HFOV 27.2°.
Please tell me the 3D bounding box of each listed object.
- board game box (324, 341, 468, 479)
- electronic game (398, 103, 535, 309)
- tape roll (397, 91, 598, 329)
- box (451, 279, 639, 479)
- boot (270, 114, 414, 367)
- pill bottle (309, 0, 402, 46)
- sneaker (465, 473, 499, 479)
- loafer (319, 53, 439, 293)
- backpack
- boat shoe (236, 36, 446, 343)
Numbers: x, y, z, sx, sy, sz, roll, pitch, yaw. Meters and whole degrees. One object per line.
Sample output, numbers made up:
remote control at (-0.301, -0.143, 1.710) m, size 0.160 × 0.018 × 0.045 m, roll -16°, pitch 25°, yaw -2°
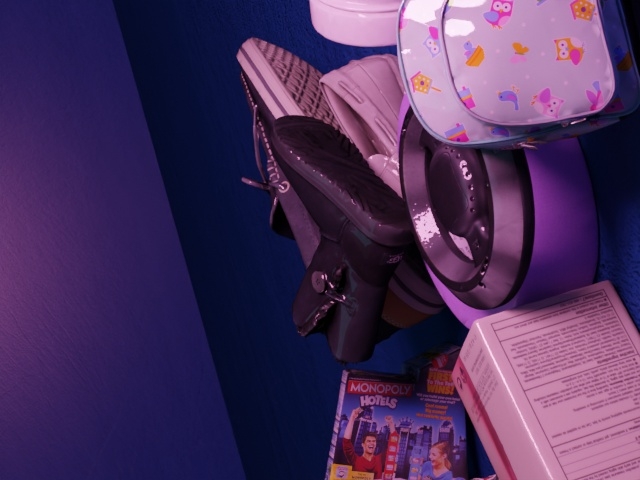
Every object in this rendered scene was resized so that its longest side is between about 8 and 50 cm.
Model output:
board game box at (0.106, 0.220, 1.670) m, size 0.060 × 0.194 × 0.194 m, roll -170°, pitch 90°, yaw -70°
electronic game at (0.133, -0.048, 1.230) m, size 0.229 × 0.048 × 0.229 m, roll 168°, pitch 90°, yaw -70°
tape roll at (0.174, -0.045, 1.349) m, size 0.275 × 0.090 × 0.274 m, roll 165°, pitch 90°, yaw -73°
box at (0.240, 0.177, 1.219) m, size 0.127 × 0.149 × 0.232 m, roll 102°, pitch 150°, yaw -58°
boot at (0.000, 0.000, 1.518) m, size 0.246 × 0.094 × 0.207 m, roll 46°, pitch 131°, yaw 34°
pill bottle at (0.051, -0.369, 1.286) m, size 0.188 × 0.188 × 0.334 m, roll -126°, pitch 25°, yaw -51°
sneaker at (0.180, 0.324, 1.530) m, size 0.112 × 0.121 × 0.299 m, roll 29°, pitch 151°, yaw 0°
loafer at (0.091, -0.073, 1.558) m, size 0.112 × 0.111 × 0.319 m, roll 106°, pitch 146°, yaw -61°
backpack at (0.154, -0.154, 1.063) m, size 0.144 × 0.188 × 0.166 m, roll -26°, pitch -78°, yaw -67°
boat shoe at (-0.004, -0.073, 1.711) m, size 0.156 × 0.187 × 0.500 m, roll -46°, pitch 55°, yaw 25°
